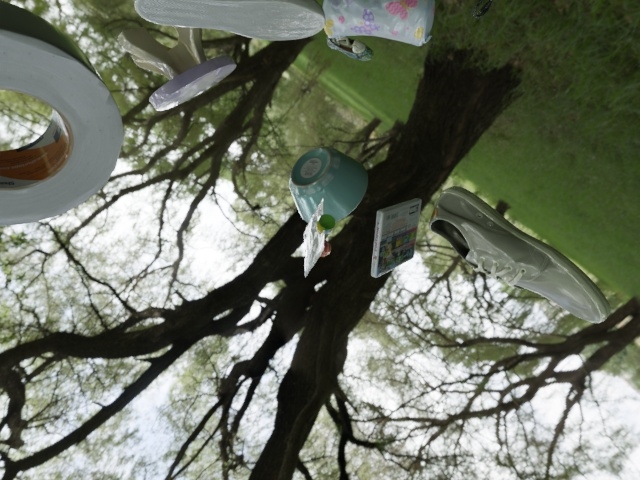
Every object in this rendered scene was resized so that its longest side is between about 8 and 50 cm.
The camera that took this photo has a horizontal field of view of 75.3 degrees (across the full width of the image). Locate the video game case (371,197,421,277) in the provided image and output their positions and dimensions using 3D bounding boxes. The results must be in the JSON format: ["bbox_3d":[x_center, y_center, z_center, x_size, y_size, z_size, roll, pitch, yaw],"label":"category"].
[{"bbox_3d":[0.209,-0.011,1.135,0.023,0.183,0.201,19,-155,37],"label":"video game case"}]

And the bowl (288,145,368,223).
[{"bbox_3d":[0.005,-0.227,1.551,0.163,0.311,0.311,42,-173,-46],"label":"bowl"}]

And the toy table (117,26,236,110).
[{"bbox_3d":[-0.337,-0.439,0.993,0.161,0.252,0.274,56,-153,-16],"label":"toy table"}]

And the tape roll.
[{"bbox_3d":[-0.323,-0.117,0.417,0.072,0.219,0.219,50,-160,29],"label":"tape roll"}]

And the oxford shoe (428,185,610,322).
[{"bbox_3d":[0.437,0.045,0.973,0.449,0.130,0.169,42,168,23],"label":"oxford shoe"}]

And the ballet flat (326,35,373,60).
[{"bbox_3d":[0.111,-0.735,1.564,0.188,0.070,0.070,19,-165,5],"label":"ballet flat"}]

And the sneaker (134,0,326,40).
[{"bbox_3d":[-0.131,-0.415,0.634,0.293,0.169,0.108,-5,174,-27],"label":"sneaker"}]

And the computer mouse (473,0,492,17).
[{"bbox_3d":[0.642,-0.890,1.463,0.071,0.242,0.041,39,-154,-33],"label":"computer mouse"}]

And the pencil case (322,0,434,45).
[{"bbox_3d":[0.140,-0.553,1.012,0.273,0.124,0.113,12,-164,16],"label":"pencil case"}]

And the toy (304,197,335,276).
[{"bbox_3d":[0.000,0.000,1.108,0.056,0.237,0.136,3,-113,-10],"label":"toy"}]
